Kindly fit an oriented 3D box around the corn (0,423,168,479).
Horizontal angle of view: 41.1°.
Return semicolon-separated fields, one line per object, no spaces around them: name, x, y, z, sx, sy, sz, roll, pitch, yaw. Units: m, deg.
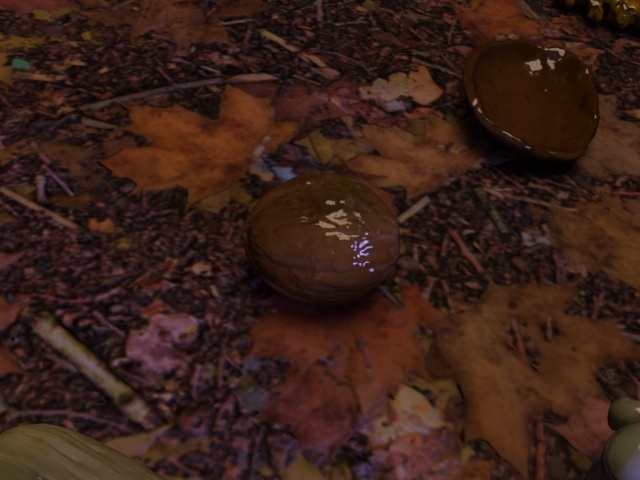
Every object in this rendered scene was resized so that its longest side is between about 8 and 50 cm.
corn;-0.059;0.194;0.428;0.305;0.123;0.122;23;66;13

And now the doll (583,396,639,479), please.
doll;0.273;0.153;0.549;0.275;0.113;0.155;-8;55;-28

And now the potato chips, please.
potato chips;0.214;-0.144;0.887;0.150;0.049;0.201;15;41;-2

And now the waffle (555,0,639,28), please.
waffle;0.393;-0.351;1.137;0.229;0.051;0.231;-27;55;-36

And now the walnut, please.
walnut;0.000;0.000;0.662;0.124;0.105;0.105;8;43;-1
